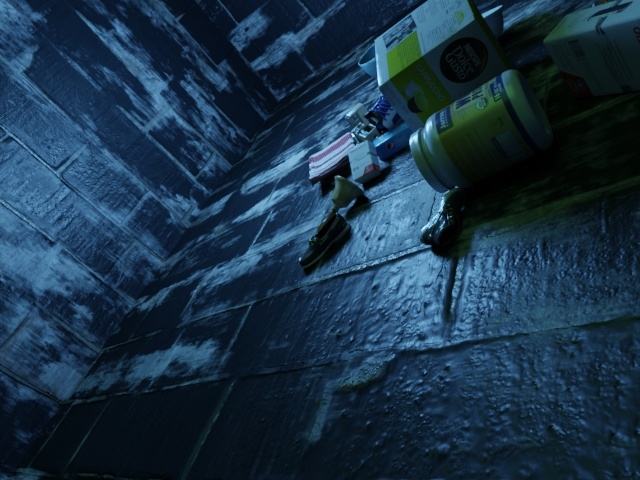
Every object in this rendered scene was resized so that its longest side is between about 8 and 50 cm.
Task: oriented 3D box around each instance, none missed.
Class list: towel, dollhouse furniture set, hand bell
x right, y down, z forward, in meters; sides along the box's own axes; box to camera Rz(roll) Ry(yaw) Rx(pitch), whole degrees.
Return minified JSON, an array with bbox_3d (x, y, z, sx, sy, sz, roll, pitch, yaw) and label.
[{"bbox_3d":[0.050,-0.377,2.250,0.237,0.037,0.329,-31,24,14],"label":"towel"},{"bbox_3d":[0.189,-0.512,2.131,0.129,0.183,0.129,-44,35,-2],"label":"dollhouse furniture set"},{"bbox_3d":[0.045,-0.103,1.843,0.242,0.126,0.126,-58,25,-4],"label":"hand bell"}]

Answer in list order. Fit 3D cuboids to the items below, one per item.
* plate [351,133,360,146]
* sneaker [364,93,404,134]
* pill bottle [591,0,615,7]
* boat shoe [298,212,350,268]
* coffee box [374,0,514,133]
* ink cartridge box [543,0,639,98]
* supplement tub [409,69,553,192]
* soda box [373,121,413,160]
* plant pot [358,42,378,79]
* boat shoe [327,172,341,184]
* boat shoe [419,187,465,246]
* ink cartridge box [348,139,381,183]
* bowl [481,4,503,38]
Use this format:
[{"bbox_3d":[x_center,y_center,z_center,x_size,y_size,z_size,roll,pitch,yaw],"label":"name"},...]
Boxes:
[{"bbox_3d":[0.141,-0.442,2.318,0.188,0.024,0.188,-36,25,20],"label":"plate"},{"bbox_3d":[0.267,-0.522,1.920,0.127,0.315,0.182,35,58,25],"label":"sneaker"},{"bbox_3d":[0.828,-0.624,1.394,0.131,0.130,0.245,-27,29,34],"label":"pill bottle"},{"bbox_3d":[0.000,0.000,1.756,0.228,0.068,0.081,-45,23,-2],"label":"boat shoe"},{"bbox_3d":[0.409,-0.548,1.623,0.335,0.338,0.338,-29,36,29],"label":"coffee box"},{"bbox_3d":[0.721,-0.466,1.220,0.114,0.197,0.273,-48,24,-9],"label":"ink cartridge box"},{"bbox_3d":[0.423,-0.279,1.348,0.316,0.228,0.228,-27,29,33],"label":"supplement tub"},{"bbox_3d":[0.302,-0.395,1.931,0.210,0.067,0.071,-28,29,31],"label":"soda box"},{"bbox_3d":[0.361,-0.894,2.496,0.290,0.195,0.290,-35,26,20],"label":"plant pot"},{"bbox_3d":[0.050,-0.277,2.168,0.049,0.040,0.142,-42,23,5],"label":"boat shoe"},{"bbox_3d":[0.343,-0.057,1.324,0.183,0.065,0.083,-54,27,-8],"label":"boat shoe"},{"bbox_3d":[0.168,-0.298,1.921,0.099,0.056,0.135,-25,63,36],"label":"ink cartridge box"},{"bbox_3d":[0.597,-0.790,1.988,0.298,0.134,0.298,-26,16,8],"label":"bowl"}]
